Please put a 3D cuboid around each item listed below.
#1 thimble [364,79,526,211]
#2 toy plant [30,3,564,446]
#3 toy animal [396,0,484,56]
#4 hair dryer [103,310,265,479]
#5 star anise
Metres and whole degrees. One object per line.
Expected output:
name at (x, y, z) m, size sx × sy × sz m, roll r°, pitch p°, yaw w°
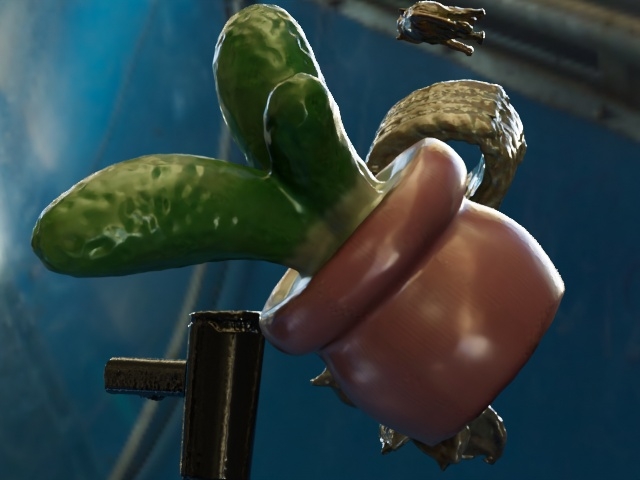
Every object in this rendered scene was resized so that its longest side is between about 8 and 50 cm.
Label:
thimble at (0.170, -0.103, 2.150) m, size 0.229 × 0.196 × 0.148 m, roll -20°, pitch -154°, yaw 25°
toy plant at (0.002, 0.005, 1.210) m, size 0.210 × 0.356 × 0.317 m, roll -31°, pitch -161°, yaw 54°
toy animal at (0.146, -0.262, 1.906) m, size 0.099 × 0.056 × 0.241 m, roll 8°, pitch -174°, yaw -1°
hair dryer at (-0.165, 0.172, 1.804) m, size 0.089 × 0.197 × 0.251 m, roll 4°, pitch 179°, yaw -43°
star anise at (0.100, 0.166, 2.018) m, size 0.359 × 0.139 × 0.316 m, roll 32°, pitch -165°, yaw -4°
